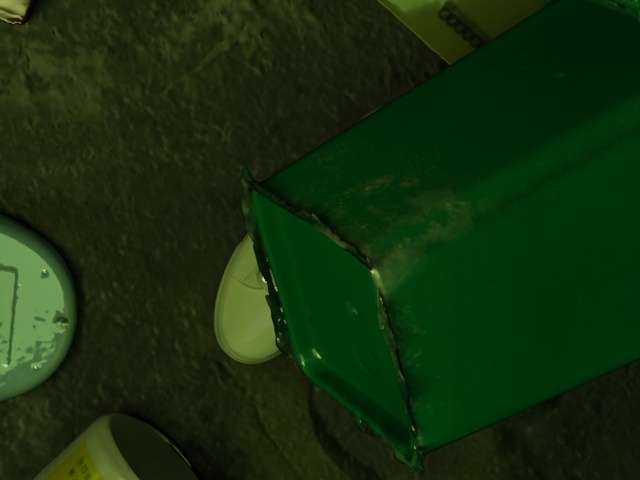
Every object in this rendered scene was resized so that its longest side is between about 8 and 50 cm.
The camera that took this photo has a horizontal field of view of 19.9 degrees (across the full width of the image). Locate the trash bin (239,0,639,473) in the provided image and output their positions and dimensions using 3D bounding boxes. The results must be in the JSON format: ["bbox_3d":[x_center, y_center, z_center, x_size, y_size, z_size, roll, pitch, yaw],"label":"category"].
[{"bbox_3d":[0.156,-0.033,1.348,0.381,0.259,0.295,-28,122,-22],"label":"trash bin"}]

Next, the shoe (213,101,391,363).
[{"bbox_3d":[0.000,0.000,1.506,0.095,0.110,0.265,35,99,-10],"label":"shoe"}]

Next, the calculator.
[{"bbox_3d":[-0.358,0.052,1.547,0.303,0.042,0.188,5,105,-5],"label":"calculator"}]

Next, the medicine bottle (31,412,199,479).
[{"bbox_3d":[-0.223,0.278,1.556,0.258,0.143,0.143,-44,101,11],"label":"medicine bottle"}]

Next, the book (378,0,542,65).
[{"bbox_3d":[0.208,-0.286,1.474,0.239,0.035,0.352,40,100,-12],"label":"book"}]

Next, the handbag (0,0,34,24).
[{"bbox_3d":[-0.286,-0.296,1.445,0.216,0.074,0.203,24,103,-7],"label":"handbag"}]
